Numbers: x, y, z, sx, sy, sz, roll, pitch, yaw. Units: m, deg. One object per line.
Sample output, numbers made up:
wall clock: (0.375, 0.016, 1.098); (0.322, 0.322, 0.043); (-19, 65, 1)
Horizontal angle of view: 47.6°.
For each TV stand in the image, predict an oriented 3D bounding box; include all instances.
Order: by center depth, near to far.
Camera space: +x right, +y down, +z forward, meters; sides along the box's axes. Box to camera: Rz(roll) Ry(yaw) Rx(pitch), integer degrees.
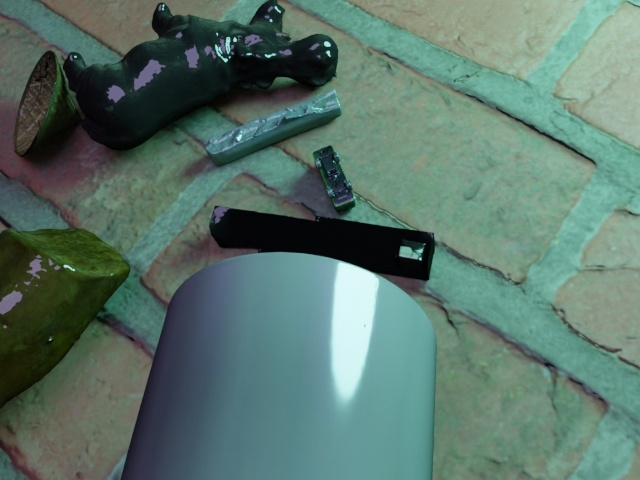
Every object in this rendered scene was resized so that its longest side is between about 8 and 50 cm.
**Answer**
TV stand: (0.000, 0.000, 0.832); (0.256, 0.049, 0.040); (9, 68, 13)

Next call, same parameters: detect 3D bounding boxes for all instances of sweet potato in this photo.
sweet potato: (-0.365, 0.109, 0.768); (0.158, 0.158, 0.370); (32, 63, 21)

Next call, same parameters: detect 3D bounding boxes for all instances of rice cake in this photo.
rice cake: (-0.059, -0.143, 0.913); (0.180, 0.042, 0.030); (-22, 66, -1)

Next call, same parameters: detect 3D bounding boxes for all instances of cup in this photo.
cup: (-0.037, 0.212, 0.577); (0.253, 0.253, 0.371); (1, 48, 9)

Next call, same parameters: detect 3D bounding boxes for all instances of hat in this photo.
hat: (-0.350, -0.172, 0.967); (0.146, 0.067, 0.146); (-24, 58, 46)

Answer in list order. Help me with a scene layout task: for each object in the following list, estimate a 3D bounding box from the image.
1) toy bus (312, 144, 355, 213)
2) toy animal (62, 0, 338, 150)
toy bus: (0.017, -0.073, 0.870); (0.031, 0.037, 0.083); (-21, 64, -2)
toy animal: (-0.157, -0.232, 0.939); (0.343, 0.106, 0.168); (-20, 63, -4)
